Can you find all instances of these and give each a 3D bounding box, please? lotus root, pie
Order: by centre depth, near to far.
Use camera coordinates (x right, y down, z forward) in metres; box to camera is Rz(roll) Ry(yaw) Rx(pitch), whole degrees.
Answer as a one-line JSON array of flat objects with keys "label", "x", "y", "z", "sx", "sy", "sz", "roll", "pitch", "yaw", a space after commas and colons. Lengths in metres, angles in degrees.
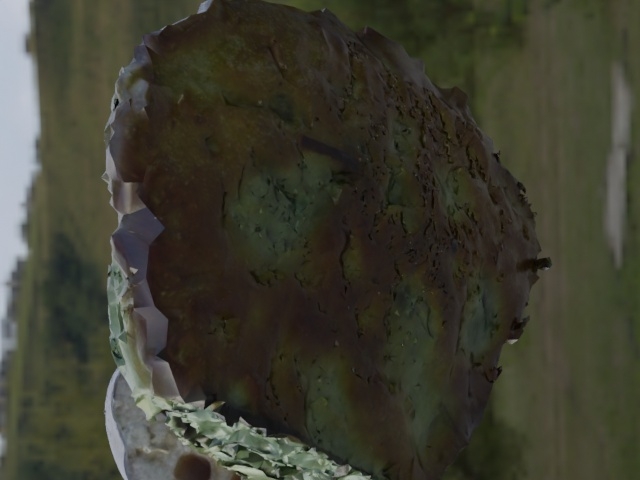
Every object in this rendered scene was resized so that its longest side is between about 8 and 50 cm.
[{"label": "pie", "x": 0.000, "y": 0.000, "z": 1.052, "sx": 0.354, "sy": 0.103, "sz": 0.288, "roll": 27, "pitch": -119, "yaw": -40}, {"label": "lotus root", "x": -0.079, "y": 0.185, "z": 1.727, "sx": 0.192, "sy": 0.272, "sz": 0.272, "roll": 142, "pitch": 128, "yaw": -77}]
